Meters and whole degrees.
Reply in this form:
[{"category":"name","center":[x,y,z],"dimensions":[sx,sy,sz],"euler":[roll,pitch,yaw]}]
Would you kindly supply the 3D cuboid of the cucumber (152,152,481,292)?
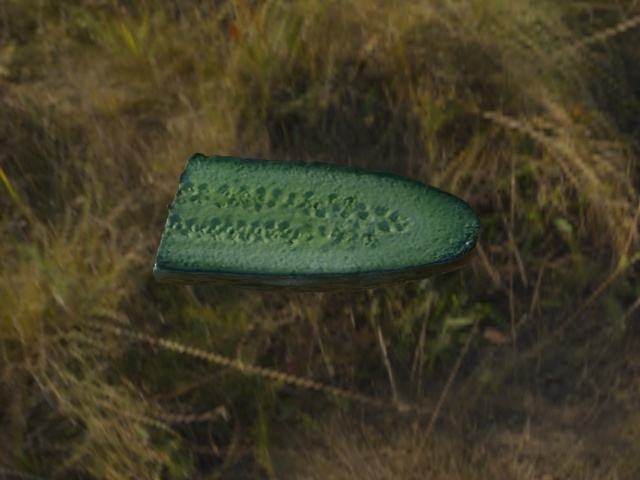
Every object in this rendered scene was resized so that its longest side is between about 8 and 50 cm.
[{"category":"cucumber","center":[0.000,0.000,1.192],"dimensions":[0.244,0.063,0.115],"euler":[4,56,0]}]
